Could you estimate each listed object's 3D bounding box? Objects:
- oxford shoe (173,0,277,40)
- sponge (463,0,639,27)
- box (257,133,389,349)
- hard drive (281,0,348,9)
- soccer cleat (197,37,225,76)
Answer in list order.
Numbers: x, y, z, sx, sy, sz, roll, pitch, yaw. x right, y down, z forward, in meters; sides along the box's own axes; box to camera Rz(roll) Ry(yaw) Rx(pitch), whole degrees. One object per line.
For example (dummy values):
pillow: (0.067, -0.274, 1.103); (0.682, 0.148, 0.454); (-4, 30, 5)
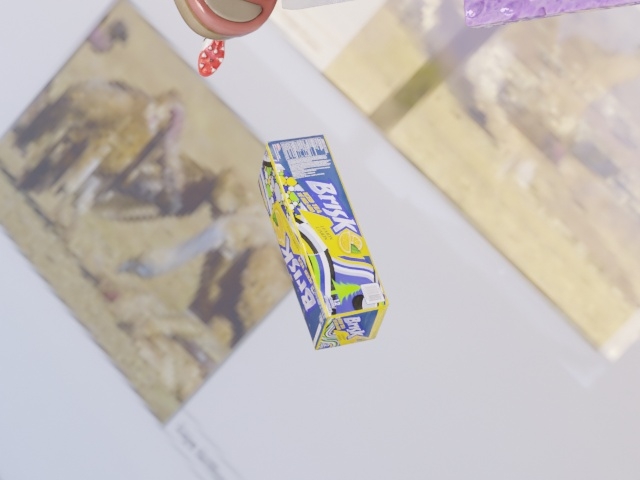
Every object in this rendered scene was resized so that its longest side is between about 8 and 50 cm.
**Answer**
oxford shoe: (-0.110, -0.300, 1.317); (0.123, 0.130, 0.348); (15, 52, -31)
sponge: (0.132, -0.234, 0.875); (0.031, 0.117, 0.210); (-6, 90, -56)
box: (0.000, 0.000, 1.204); (0.059, 0.054, 0.169); (107, -32, -56)
hard drive: (0.045, -0.381, 1.699); (0.318, 0.210, 0.040); (-99, 179, -47)
soccer cleat: (-0.123, -0.229, 1.723); (0.029, 0.083, 0.035); (14, 5, -17)
